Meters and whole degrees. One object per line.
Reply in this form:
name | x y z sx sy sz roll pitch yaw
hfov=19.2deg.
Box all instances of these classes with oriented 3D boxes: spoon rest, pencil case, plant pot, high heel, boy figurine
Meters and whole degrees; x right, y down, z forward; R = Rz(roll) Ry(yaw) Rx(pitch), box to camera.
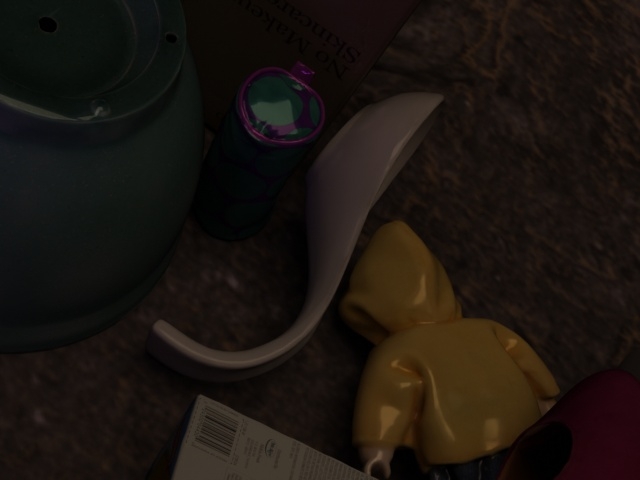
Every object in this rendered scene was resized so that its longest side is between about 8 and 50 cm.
spoon rest | 0.000 0.000 1.321 0.084 0.137 0.276 42 70 6
pencil case | -0.046 -0.060 1.324 0.064 0.151 0.070 38 60 2
plant pot | -0.200 -0.100 1.249 0.293 0.196 0.293 12 56 -18
high heel | 0.085 0.155 1.135 0.181 0.127 0.377 41 37 -3
boy figurine | 0.089 0.121 1.316 0.177 0.092 0.285 -17 68 -32

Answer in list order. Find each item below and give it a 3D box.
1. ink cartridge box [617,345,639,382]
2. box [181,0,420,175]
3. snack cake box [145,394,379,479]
ink cartridge box | 0.382 0.136 1.375 0.278 0.201 0.117 19 55 -15
box | 0.004 -0.196 1.332 0.148 0.311 0.121 34 52 -2
snack cake box | -0.050 0.232 1.136 0.152 0.089 0.264 28 35 -9
